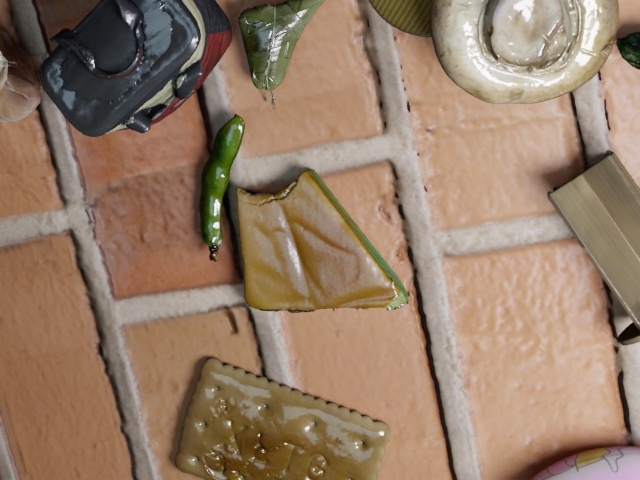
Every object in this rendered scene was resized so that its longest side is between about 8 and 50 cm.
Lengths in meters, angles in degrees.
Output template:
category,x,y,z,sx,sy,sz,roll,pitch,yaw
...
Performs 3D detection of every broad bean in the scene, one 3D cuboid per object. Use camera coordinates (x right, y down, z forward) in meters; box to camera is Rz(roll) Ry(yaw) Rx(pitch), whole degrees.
category,x,y,z,sx,sy,sz,roll,pitch,yaw
broad bean,-0.151,-0.081,1.499,0.069,0.039,0.227,24,111,44

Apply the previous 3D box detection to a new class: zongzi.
category,x,y,z,sx,sy,sz,roll,pitch,yaw
zongzi,-0.040,-0.264,1.427,0.130,0.062,0.154,-11,108,4

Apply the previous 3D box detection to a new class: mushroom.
category,x,y,z,sx,sy,sz,roll,pitch,yaw
mushroom,0.264,-0.293,1.272,0.255,0.184,0.255,3,102,12

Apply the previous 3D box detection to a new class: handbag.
category,x,y,z,sx,sy,sz,roll,pitch,yaw
handbag,-0.256,-0.257,1.411,0.254,0.181,0.181,-39,92,20

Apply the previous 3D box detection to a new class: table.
category,x,y,z,sx,sy,sz,roll,pitch,yaw
table,0.410,0.001,1.338,0.167,0.167,0.227,-35,85,19

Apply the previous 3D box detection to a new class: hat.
category,x,y,z,sx,sy,sz,roll,pitch,yaw
hat,0.141,-0.368,1.339,0.193,0.082,0.193,3,105,12

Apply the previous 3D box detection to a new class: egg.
category,x,y,z,sx,sy,sz,roll,pitch,yaw
egg,0.393,0.389,1.410,0.196,0.196,0.271,45,105,0

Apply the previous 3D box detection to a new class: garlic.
category,x,y,z,sx,sy,sz,roll,pitch,yaw
garlic,-0.494,-0.269,1.520,0.124,0.099,0.174,-30,91,38

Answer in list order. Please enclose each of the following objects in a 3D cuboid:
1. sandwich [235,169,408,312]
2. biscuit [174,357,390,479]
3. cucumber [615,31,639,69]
category,x,y,z,sx,sy,sz,roll,pitch,yaw
sandwich,0.000,0.000,1.476,0.245,0.063,0.212,-2,102,13
biscuit,-0.066,0.331,1.587,0.325,0.044,0.217,21,109,8
cucumber,0.501,-0.219,1.285,0.245,0.067,0.067,19,108,5
